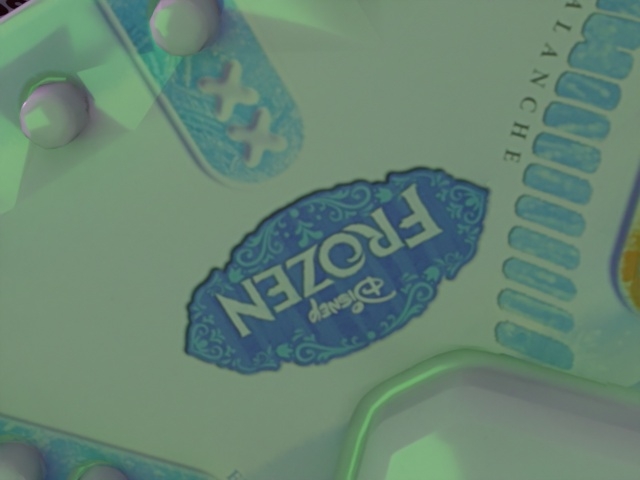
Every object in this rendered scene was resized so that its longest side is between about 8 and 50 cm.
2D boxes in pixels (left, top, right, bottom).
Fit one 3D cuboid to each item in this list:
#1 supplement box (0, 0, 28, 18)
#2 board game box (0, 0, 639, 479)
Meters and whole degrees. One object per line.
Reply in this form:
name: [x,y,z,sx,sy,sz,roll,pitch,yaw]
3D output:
supplement box: [0.000,0.000,0.537,0.239,0.130,0.073,35,125,25]
board game box: [0.057,0.099,0.412,0.390,0.050,0.390,-28,101,16]
